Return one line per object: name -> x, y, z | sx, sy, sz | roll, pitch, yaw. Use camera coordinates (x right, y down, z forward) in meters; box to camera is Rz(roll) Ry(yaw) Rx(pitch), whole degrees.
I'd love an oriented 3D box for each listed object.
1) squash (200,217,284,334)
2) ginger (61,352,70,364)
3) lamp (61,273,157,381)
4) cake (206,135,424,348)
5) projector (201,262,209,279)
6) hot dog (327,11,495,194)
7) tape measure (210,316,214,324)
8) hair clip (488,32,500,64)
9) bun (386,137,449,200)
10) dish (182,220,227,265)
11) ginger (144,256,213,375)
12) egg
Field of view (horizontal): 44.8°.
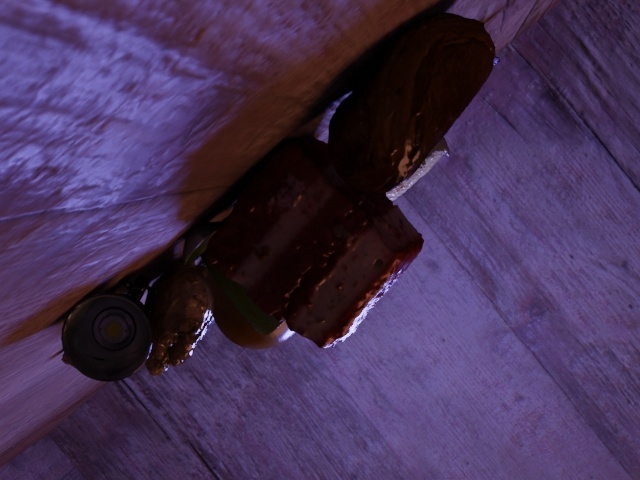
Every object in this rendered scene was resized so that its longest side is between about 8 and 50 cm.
squash -> -0.140, 0.066, 1.749 | 0.189, 0.260, 0.189 | -40, 175, -4
ginger -> -0.489, 0.225, 1.734 | 0.214, 0.059, 0.133 | -41, 176, -42
lamp -> -0.357, 0.144, 1.377 | 0.172, 0.147, 0.227 | -63, -172, 1
cake -> 0.000, 0.000, 1.449 | 0.269, 0.319, 0.270 | -51, 175, 16
projector -> -0.269, 0.052, 2.139 | 0.115, 0.061, 0.147 | -41, 180, -24
hot dog -> 0.153, -0.246, 1.315 | 0.387, 0.174, 0.267 | -50, -172, -36
tape measure -> -0.362, 0.189, 2.291 | 0.256, 0.147, 0.275 | -44, 179, 6
hair clip -> 0.368, -0.470, 1.971 | 0.137, 0.090, 0.278 | -24, -179, 36
bun -> 0.148, -0.205, 2.035 | 0.364, 0.202, 0.364 | -36, 176, -3
dish -> -0.225, -0.011, 1.492 | 0.091, 0.039, 0.137 | -47, 178, 34
ginger -> -0.283, 0.154, 1.609 | 0.166, 0.236, 0.375 | -3, 176, 2
egg -> -0.143, 0.103, 1.958 | 0.282, 0.282, 0.351 | -41, -150, 59
